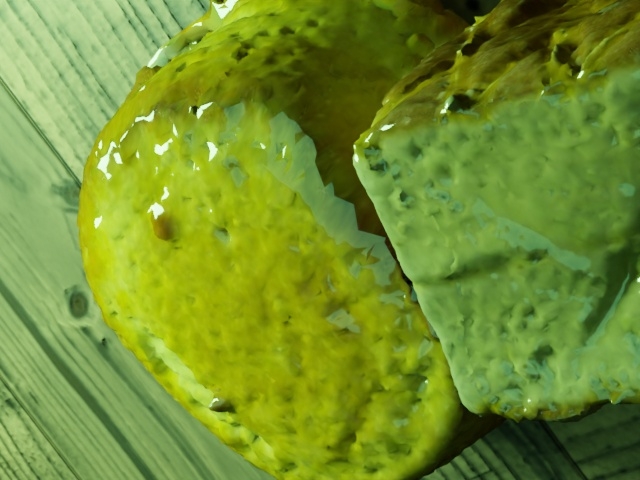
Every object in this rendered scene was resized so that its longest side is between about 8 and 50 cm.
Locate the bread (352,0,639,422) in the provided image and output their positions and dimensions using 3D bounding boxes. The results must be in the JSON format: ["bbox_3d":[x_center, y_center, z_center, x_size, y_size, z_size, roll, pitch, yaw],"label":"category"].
[{"bbox_3d":[0.209,-0.056,0.881,0.279,0.279,0.207,-11,108,40],"label":"bread"}]

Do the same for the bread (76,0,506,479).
[{"bbox_3d":[-0.002,-0.002,1.107,0.337,0.204,0.358,-37,92,38],"label":"bread"}]
